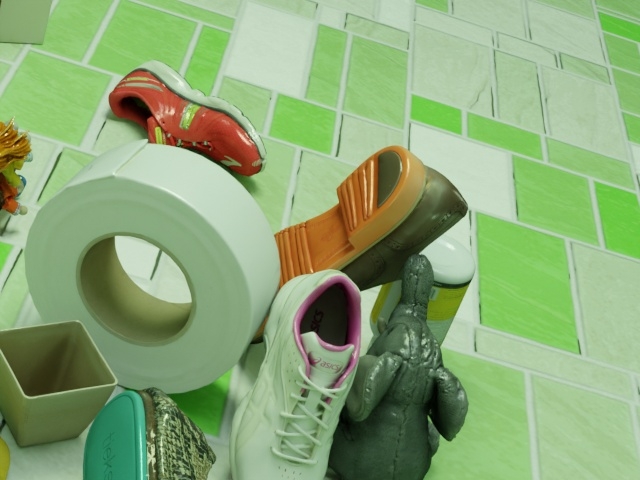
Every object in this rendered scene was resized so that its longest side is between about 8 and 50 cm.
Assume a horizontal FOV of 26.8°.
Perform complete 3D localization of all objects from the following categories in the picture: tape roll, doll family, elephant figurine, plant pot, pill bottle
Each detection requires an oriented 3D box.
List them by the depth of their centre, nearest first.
[{"bbox_3d":[-0.301,0.164,1.471,0.109,0.096,0.109,-6,40,-35],"label":"plant pot"},{"bbox_3d":[0.088,0.171,1.543,0.169,0.239,0.186,-18,49,-45],"label":"elephant figurine"},{"bbox_3d":[-0.194,0.033,1.548,0.286,0.286,0.100,25,33,7],"label":"tape roll"},{"bbox_3d":[-0.457,-0.146,1.717,0.263,0.118,0.163,40,11,-9],"label":"doll family"},{"bbox_3d":[0.124,0.086,1.740,0.103,0.184,0.103,15,33,-10],"label":"pill bottle"}]

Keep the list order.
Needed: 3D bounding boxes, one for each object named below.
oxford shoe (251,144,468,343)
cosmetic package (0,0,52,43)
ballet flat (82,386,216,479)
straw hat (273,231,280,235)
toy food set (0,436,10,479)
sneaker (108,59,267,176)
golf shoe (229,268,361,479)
[{"bbox_3d":[0.026,0.036,1.643,0.132,0.363,0.130,28,40,-32],"label":"oxford shoe"},{"bbox_3d":[-0.483,-0.485,2.127,0.113,0.309,0.160,-1,37,-31],"label":"cosmetic package"},{"bbox_3d":[-0.152,0.341,1.257,0.182,0.164,0.483,39,27,-24],"label":"ballet flat"},{"bbox_3d":[0.000,0.000,1.908,0.144,0.144,0.061,-21,92,-46],"label":"straw hat"},{"bbox_3d":[-0.415,0.202,1.390,0.218,0.071,0.128,41,14,26],"label":"toy food set"},{"bbox_3d":[-0.205,-0.163,2.031,0.279,0.107,0.118,31,52,22],"label":"sneaker"},{"bbox_3d":[-0.023,0.171,1.469,0.115,0.140,0.306,14,72,-14],"label":"golf shoe"}]
